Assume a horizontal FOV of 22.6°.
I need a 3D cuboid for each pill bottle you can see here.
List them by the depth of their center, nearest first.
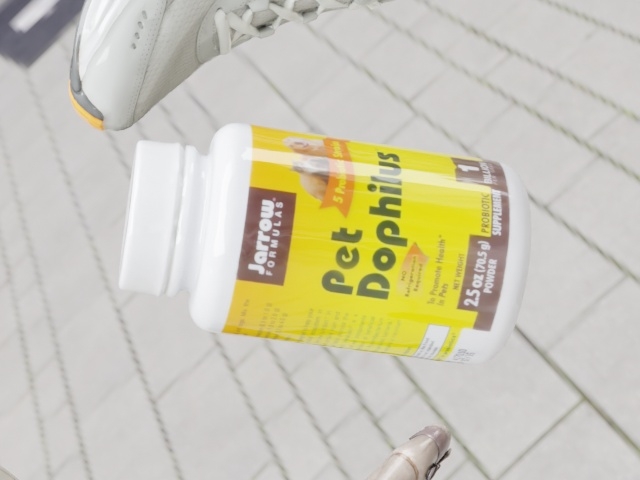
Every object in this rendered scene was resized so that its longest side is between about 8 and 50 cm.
[{"bbox_3d":[0.000,0.000,0.888,0.117,0.215,0.117,-173,90,-81],"label":"pill bottle"}]

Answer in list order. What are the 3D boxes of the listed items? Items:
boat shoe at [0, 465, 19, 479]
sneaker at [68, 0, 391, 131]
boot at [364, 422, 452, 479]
[{"bbox_3d":[-0.363,0.152,1.196,0.095,0.335,0.112,-48,15,9],"label":"boat shoe"},{"bbox_3d":[-0.005,-0.138,0.742,0.262,0.121,0.099,-50,-2,-12],"label":"sneaker"},{"bbox_3d":[0.059,0.179,1.191,0.087,0.042,0.118,-41,-8,-19],"label":"boot"}]
